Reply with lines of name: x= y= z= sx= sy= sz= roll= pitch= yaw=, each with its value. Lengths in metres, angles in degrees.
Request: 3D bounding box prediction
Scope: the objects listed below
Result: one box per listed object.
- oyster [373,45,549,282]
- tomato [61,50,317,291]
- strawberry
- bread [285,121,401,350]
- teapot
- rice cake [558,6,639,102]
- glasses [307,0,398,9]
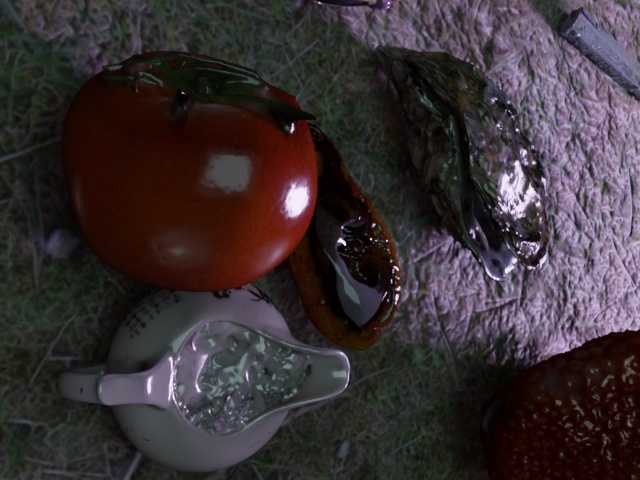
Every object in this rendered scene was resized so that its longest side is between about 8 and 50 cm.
oyster: x=0.186 y=-0.109 z=1.258 sx=0.351 sy=0.158 sz=0.162 roll=53 pitch=21 yaw=-14
tomato: x=-0.125 y=-0.070 z=0.965 sx=0.256 sy=0.256 sz=0.224 roll=-12 pitch=124 yaw=-34
strawberry: x=0.374 y=0.239 z=1.310 sx=0.351 sy=0.267 sz=0.312 roll=9 pitch=115 yaw=-18
bread: x=0.008 y=-0.001 z=1.162 sx=0.139 sy=0.095 sz=0.268 roll=-31 pitch=93 yaw=-32
teapot: x=-0.129 y=0.141 z=1.028 sx=0.300 sy=0.166 sz=0.208 roll=-4 pitch=104 yaw=-44
rice cake: x=0.431 y=-0.272 z=1.474 sx=0.211 sy=0.034 sz=0.043 roll=30 pitch=77 yaw=-31
glasses: x=0.038 y=-0.375 z=1.206 sx=0.190 sy=0.088 sz=0.220 roll=-14 pitch=78 yaw=-33
